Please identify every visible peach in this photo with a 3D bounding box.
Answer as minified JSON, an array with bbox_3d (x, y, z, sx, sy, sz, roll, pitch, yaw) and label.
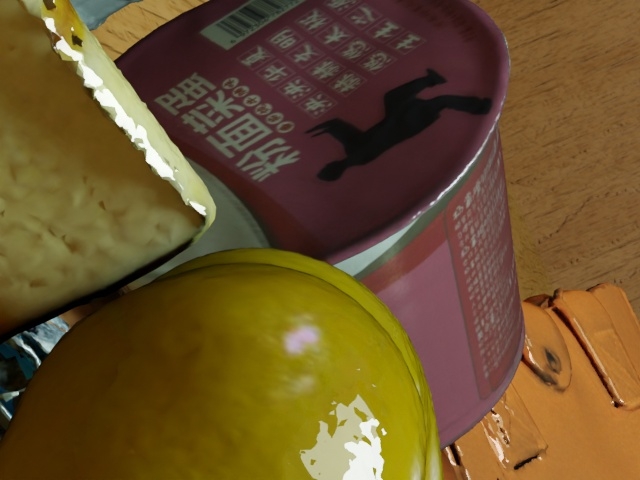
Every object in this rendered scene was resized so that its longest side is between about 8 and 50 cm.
[{"bbox_3d":[-0.035,0.122,0.557,0.251,0.153,0.251,19,90,-88],"label":"peach"}]

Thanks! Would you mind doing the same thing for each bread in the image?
[{"bbox_3d":[-0.143,-0.093,0.599,0.168,0.163,0.264,55,17,-33],"label":"bread"}]

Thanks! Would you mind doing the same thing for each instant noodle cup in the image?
[{"bbox_3d":[0.000,0.000,0.926,0.235,0.234,0.178,-99,170,-50],"label":"instant noodle cup"}]

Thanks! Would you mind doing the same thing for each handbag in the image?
[{"bbox_3d":[0.161,0.183,1.253,0.410,0.116,0.303,-9,74,-62],"label":"handbag"}]

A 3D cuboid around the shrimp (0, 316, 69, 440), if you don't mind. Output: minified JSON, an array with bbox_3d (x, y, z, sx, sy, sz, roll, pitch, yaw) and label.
[{"bbox_3d":[-0.096,0.069,0.716,0.174,0.076,0.082,63,-9,-17],"label":"shrimp"}]

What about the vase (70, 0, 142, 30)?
[{"bbox_3d":[-0.039,-0.196,0.902,0.143,0.299,0.143,60,15,-27],"label":"vase"}]
